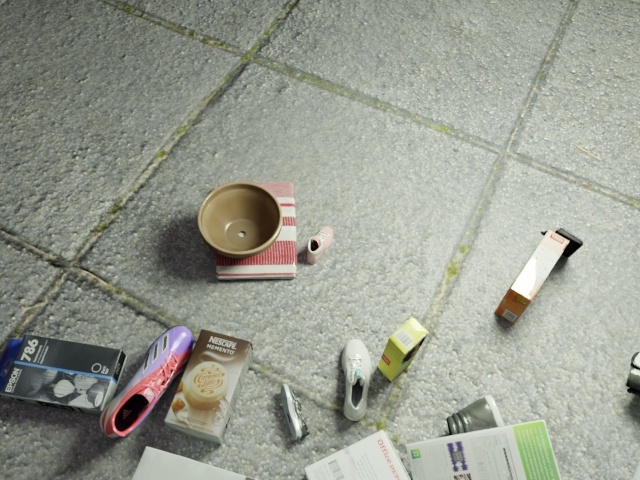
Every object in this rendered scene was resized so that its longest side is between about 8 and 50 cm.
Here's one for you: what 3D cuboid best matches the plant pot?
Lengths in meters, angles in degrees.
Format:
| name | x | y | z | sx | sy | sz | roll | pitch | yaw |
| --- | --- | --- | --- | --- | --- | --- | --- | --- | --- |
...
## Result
| name | x | y | z | sx | sy | sz | roll | pitch | yaw |
| --- | --- | --- | --- | --- | --- | --- | --- | --- | --- |
| plant pot | -0.226 | -0.041 | 1.679 | 0.237 | 0.110 | 0.237 | 2 | 60 | -4 |

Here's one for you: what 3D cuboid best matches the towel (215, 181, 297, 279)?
| name | x | y | z | sx | sy | sz | roll | pitch | yaw |
| --- | --- | --- | --- | --- | --- | --- | --- | --- | --- |
| towel | -0.190 | -0.033 | 1.761 | 0.237 | 0.037 | 0.329 | -1 | 61 | -4 |

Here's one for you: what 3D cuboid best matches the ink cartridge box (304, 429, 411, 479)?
| name | x | y | z | sx | sy | sz | roll | pitch | yaw |
| --- | --- | --- | --- | --- | --- | --- | --- | --- | --- |
| ink cartridge box | 0.088 | 0.563 | 1.375 | 0.212 | 0.093 | 0.154 | -22 | 63 | -12 |

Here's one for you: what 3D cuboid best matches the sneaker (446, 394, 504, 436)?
| name | x | y | z | sx | sy | sz | roll | pitch | yaw |
| --- | --- | --- | --- | --- | --- | --- | --- | --- | --- |
| sneaker | 0.392 | 0.533 | 1.404 | 0.146 | 0.104 | 0.296 | -19 | 66 | 4 |

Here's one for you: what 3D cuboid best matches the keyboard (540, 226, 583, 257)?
| name | x | y | z | sx | sy | sz | roll | pitch | yaw |
| --- | --- | --- | --- | --- | --- | --- | --- | --- | --- |
| keyboard | 0.680 | -0.002 | 1.677 | 0.108 | 0.180 | 0.023 | 32 | 84 | 16 |

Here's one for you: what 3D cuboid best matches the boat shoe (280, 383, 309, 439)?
| name | x | y | z | sx | sy | sz | roll | pitch | yaw |
| --- | --- | --- | --- | --- | --- | --- | --- | --- | --- |
| boat shoe | -0.065 | 0.429 | 1.483 | 0.040 | 0.049 | 0.142 | -4 | 59 | -26 |

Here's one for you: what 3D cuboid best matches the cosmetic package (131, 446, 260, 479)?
| name | x | y | z | sx | sy | sz | roll | pitch | yaw |
| --- | --- | --- | --- | --- | --- | --- | --- | --- | --- |
| cosmetic package | -0.235 | 0.615 | 1.273 | 0.384 | 0.156 | 0.217 | 10 | 55 | 12 |

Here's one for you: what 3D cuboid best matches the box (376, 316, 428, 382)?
| name | x | y | z | sx | sy | sz | roll | pitch | yaw |
| --- | --- | --- | --- | --- | --- | --- | --- | --- | --- |
| box | 0.200 | 0.276 | 1.466 | 0.087 | 0.232 | 0.058 | -38 | 69 | -20 |

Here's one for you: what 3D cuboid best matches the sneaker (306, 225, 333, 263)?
| name | x | y | z | sx | sy | sz | roll | pitch | yaw |
| --- | --- | --- | --- | --- | --- | --- | --- | --- | --- |
| sneaker | 0.000 | 0.000 | 1.723 | 0.051 | 0.070 | 0.134 | 22 | 60 | 14 |

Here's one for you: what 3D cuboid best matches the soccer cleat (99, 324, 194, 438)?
| name | x | y | z | sx | sy | sz | roll | pitch | yaw |
| --- | --- | --- | --- | --- | --- | --- | --- | --- | --- |
| soccer cleat | -0.415 | 0.350 | 1.461 | 0.108 | 0.116 | 0.318 | 45 | 65 | -17 |

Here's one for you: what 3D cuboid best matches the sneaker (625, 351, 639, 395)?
| name | x | y | z | sx | sy | sz | roll | pitch | yaw |
| --- | --- | --- | --- | --- | --- | --- | --- | --- | --- |
| sneaker | 0.864 | 0.395 | 1.375 | 0.257 | 0.169 | 0.447 | 3 | 16 | 15 |

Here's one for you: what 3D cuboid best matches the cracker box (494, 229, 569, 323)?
| name | x | y | z | sx | sy | sz | roll | pitch | yaw |
| --- | --- | --- | --- | --- | --- | --- | --- | --- | --- |
| cracker box | 0.581 | 0.101 | 1.623 | 0.067 | 0.156 | 0.232 | 33 | 64 | 17 |

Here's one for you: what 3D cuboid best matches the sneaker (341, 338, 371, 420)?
| name | x | y | z | sx | sy | sz | roll | pitch | yaw |
| --- | --- | --- | --- | --- | --- | --- | --- | --- | --- |
| sneaker | 0.095 | 0.344 | 1.505 | 0.080 | 0.094 | 0.212 | 0 | 59 | 1 |

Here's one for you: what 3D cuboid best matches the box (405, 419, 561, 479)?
| name | x | y | z | sx | sy | sz | roll | pitch | yaw |
| --- | --- | --- | --- | --- | --- | --- | --- | --- | --- |
| box | 0.373 | 0.548 | 1.323 | 0.321 | 0.058 | 0.232 | -15 | 73 | 15 |

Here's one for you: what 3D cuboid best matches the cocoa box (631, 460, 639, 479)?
| name | x | y | z | sx | sy | sz | roll | pitch | yaw |
| --- | --- | --- | --- | --- | --- | --- | --- | --- | --- |
| cocoa box | 0.781 | 0.657 | 1.249 | 0.228 | 0.231 | 0.347 | 32 | 63 | 15 |

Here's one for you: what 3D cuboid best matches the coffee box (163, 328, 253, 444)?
| name | x | y | z | sx | sy | sz | roll | pitch | yaw |
| --- | --- | --- | --- | --- | --- | --- | --- | --- | --- |
| coffee box | -0.275 | 0.365 | 1.482 | 0.141 | 0.098 | 0.247 | 13 | 60 | 6 |

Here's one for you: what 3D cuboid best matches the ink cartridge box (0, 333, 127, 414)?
| name | x | y | z | sx | sy | sz | roll | pitch | yaw |
| --- | --- | --- | --- | --- | --- | --- | --- | --- | --- |
| ink cartridge box | -0.685 | 0.339 | 1.512 | 0.332 | 0.065 | 0.165 | 7 | 60 | 4 |
